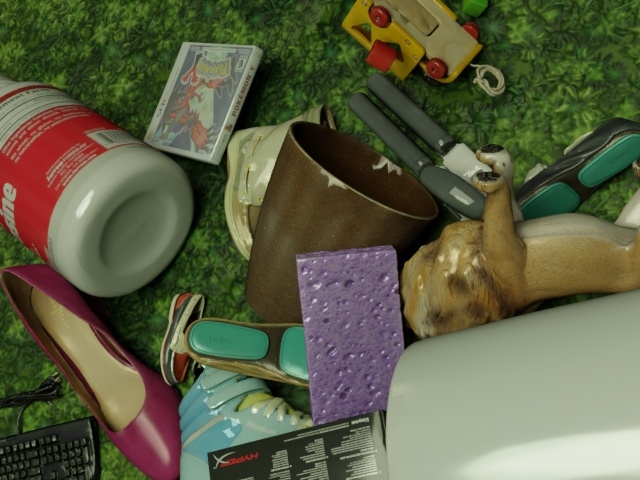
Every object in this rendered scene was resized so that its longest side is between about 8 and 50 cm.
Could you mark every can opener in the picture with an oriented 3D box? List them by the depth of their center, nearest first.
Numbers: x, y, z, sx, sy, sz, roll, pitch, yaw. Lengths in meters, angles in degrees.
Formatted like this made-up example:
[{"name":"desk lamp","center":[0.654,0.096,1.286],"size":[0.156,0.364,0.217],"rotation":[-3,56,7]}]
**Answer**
[{"name":"can opener","center":[0.134,-0.125,1.136],"size":[0.076,0.095,0.283],"rotation":[-46,62,8]}]

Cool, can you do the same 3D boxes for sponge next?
[{"name":"sponge","center":[0.039,0.114,1.026],"size":[0.117,0.031,0.210],"rotation":[-6,101,-5]}]

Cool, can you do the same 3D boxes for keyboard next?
[{"name":"keyboard","center":[-0.480,0.324,1.370],"size":[0.317,0.033,0.201],"rotation":[-17,69,22]}]

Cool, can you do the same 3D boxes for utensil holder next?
[{"name":"utensil holder","center":[0.298,0.204,0.835],"size":[0.386,0.328,0.327],"rotation":[-14,70,25]}]

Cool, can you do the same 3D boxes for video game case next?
[{"name":"video game case","center":[-0.184,-0.215,1.333],"size":[0.201,0.023,0.183],"rotation":[17,85,47]}]

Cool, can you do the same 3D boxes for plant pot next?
[{"name":"plant pot","center":[0.000,0.000,1.127],"size":[0.215,0.215,0.230],"rotation":[44,114,29]}]

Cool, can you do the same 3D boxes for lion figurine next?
[{"name":"lion figurine","center":[0.280,0.010,0.979],"size":[0.393,0.142,0.240],"rotation":[-3,119,10]}]

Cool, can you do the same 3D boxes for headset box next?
[{"name":"headset box","center":[0.012,0.348,0.914],"size":[0.218,0.110,0.293],"rotation":[-19,66,20]}]

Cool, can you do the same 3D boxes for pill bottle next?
[{"name":"pill bottle","center":[-0.404,-0.103,1.331],"size":[0.408,0.229,0.229],"rotation":[32,92,31]}]

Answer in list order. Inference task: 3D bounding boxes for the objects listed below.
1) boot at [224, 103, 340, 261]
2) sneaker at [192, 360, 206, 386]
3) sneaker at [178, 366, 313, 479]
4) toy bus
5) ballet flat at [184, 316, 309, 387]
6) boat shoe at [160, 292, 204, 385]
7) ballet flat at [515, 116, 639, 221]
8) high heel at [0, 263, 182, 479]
[{"name":"boot","center":[-0.048,-0.082,1.227],"size":[0.165,0.077,0.213],"rotation":[-15,63,23]},{"name":"sneaker","center":[-0.159,0.165,1.239],"size":[0.040,0.044,0.109],"rotation":[-8,71,27]},{"name":"sneaker","center":[-0.056,0.227,1.125],"size":[0.319,0.127,0.208],"rotation":[-19,65,16]},{"name":"toy bus","center":[0.128,-0.267,1.172],"size":[0.104,0.191,0.202],"rotation":[135,132,-61]},{"name":"ballet flat","center":[-0.056,0.143,1.106],"size":[0.232,0.073,0.080],"rotation":[12,67,4]},{"name":"boat shoe","center":[-0.198,0.142,1.265],"size":[0.043,0.049,0.136],"rotation":[-1,71,25]},{"name":"ballet flat","center":[0.301,-0.079,1.060],"size":[0.203,0.074,0.074],"rotation":[-39,62,20]},{"name":"high heel","center":[-0.331,0.189,1.241],"size":[0.127,0.181,0.377],"rotation":[-48,61,9]}]
